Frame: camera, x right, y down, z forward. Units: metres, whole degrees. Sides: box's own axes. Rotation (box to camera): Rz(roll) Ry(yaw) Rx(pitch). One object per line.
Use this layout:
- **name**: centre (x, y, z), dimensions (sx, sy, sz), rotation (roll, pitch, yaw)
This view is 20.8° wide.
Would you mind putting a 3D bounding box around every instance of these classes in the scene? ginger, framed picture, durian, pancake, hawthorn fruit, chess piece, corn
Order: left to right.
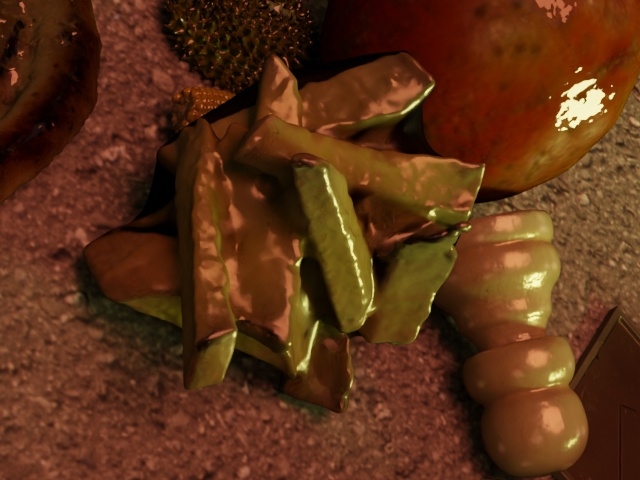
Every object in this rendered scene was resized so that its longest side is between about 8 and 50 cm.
- **pancake**: centre (-0.352, -0.228, 1.783), dimensions (0.305, 0.067, 0.427), rotation (39, 48, -15)
- **durian**: centre (-0.080, -0.243, 2.008), dimensions (0.220, 0.095, 0.137), rotation (16, 56, -28)
- **corn**: centre (-0.064, -0.116, 1.957), dimensions (0.238, 0.080, 0.080), rotation (15, 57, -35)
- **ginger**: centre (0.000, 0.000, 1.773), dimensions (0.413, 0.211, 0.358), rotation (-38, 101, -8)
- **hawthorn fruit**: centre (0.212, -0.255, 2.051), dimensions (0.403, 0.403, 0.403), rotation (20, 54, -31)
- **chess piece**: centre (0.223, 0.126, 2.019), dimensions (0.167, 0.167, 0.300), rotation (-2, 72, -41)
- **framed picture**: centre (0.382, 0.241, 2.181), dimensions (0.213, 0.016, 0.289), rotation (49, 44, -8)

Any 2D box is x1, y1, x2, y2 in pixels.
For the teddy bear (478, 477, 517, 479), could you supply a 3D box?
- **teddy bear**: centre (0.303, 0.458, 1.777), dimensions (0.375, 0.327, 0.362), rotation (15, 54, 4)
